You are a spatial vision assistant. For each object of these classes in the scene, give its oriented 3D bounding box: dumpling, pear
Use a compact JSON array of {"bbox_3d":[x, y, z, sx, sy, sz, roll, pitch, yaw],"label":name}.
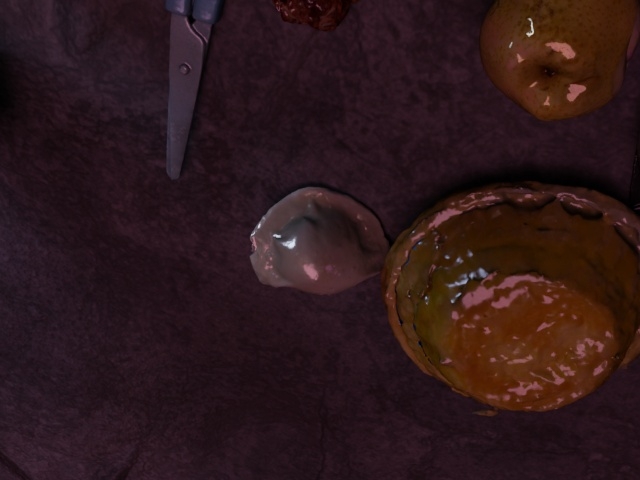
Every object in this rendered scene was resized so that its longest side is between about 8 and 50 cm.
[{"bbox_3d":[0.001,-0.001,1.034,0.111,0.181,0.155,5,107,58],"label":"dumpling"},{"bbox_3d":[0.249,-0.207,0.759,0.178,0.178,0.178,8,127,11],"label":"pear"}]

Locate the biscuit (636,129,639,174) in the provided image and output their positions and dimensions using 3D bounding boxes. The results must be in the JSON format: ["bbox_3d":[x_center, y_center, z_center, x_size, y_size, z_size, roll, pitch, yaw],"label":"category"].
[{"bbox_3d":[0.500,-0.083,0.807,0.268,0.115,0.366,-29,111,31],"label":"biscuit"}]

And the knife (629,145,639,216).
[{"bbox_3d":[0.401,-0.059,0.920,0.023,0.010,0.170,-3,123,12],"label":"knife"}]

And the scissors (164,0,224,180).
[{"bbox_3d":[-0.167,-0.258,0.934,0.193,0.029,0.447,19,128,3],"label":"scissors"}]

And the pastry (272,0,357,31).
[{"bbox_3d":[0.014,-0.321,0.795,0.115,0.097,0.208,36,130,3],"label":"pastry"}]

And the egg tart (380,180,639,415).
[{"bbox_3d":[0.268,0.100,0.975,0.388,0.169,0.387,6,124,8],"label":"egg tart"}]
